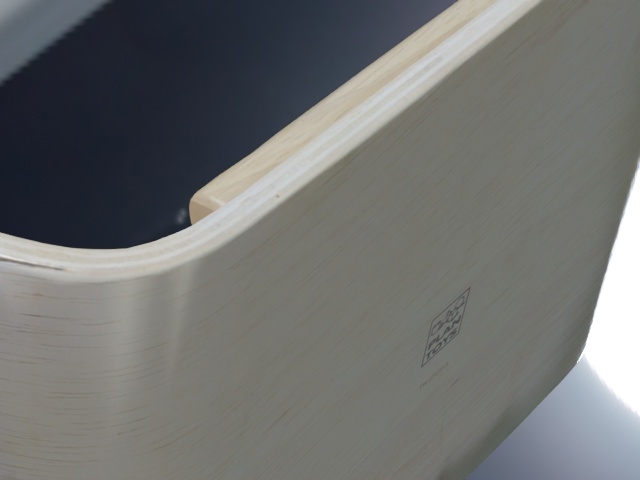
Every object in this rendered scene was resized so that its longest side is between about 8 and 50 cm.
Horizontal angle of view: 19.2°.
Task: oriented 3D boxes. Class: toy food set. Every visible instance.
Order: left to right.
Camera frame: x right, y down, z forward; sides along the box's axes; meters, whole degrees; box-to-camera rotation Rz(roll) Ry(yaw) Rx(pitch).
[{"bbox_3d":[0.000,0.000,0.539,0.306,0.092,0.220,-40,-28,-37],"label":"toy food set"}]
